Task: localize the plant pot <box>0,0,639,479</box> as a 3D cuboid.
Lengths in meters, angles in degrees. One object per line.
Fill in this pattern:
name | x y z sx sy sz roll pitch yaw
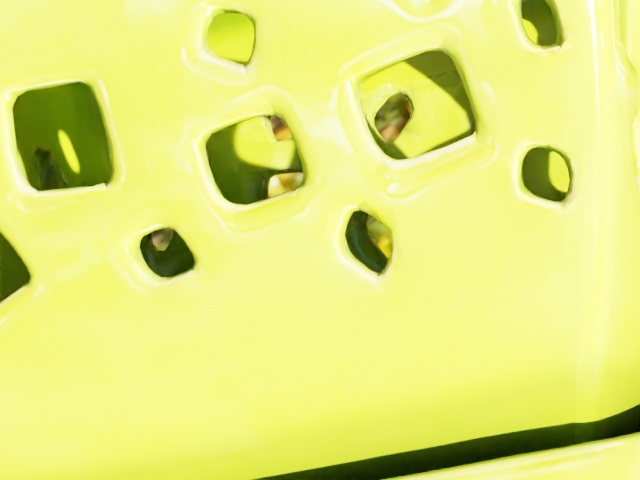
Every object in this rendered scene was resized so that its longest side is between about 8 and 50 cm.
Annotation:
plant pot | 0.000 0.000 0.555 0.228 0.227 0.207 -12 86 16
